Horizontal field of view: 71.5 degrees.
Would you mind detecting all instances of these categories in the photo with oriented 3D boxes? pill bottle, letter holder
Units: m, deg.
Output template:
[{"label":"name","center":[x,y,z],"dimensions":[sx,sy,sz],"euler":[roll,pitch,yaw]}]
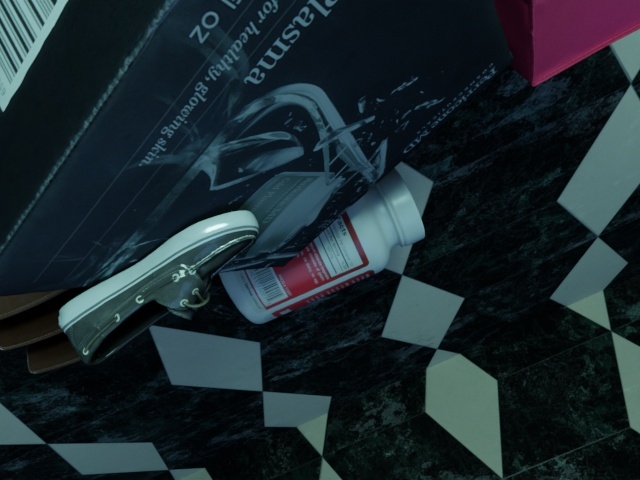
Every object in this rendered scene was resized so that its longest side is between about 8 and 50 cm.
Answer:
[{"label":"pill bottle","center":[0.000,0.000,0.954],"dimensions":[0.408,0.229,0.229],"euler":[-24,141,4]},{"label":"letter holder","center":[-0.489,0.110,0.849],"dimensions":[0.302,0.214,0.152],"euler":[-24,158,4]}]

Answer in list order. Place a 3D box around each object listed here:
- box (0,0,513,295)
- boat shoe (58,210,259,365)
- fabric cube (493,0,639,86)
[{"label":"box","center":[-0.093,-0.202,0.513],"dimensions":[0.480,0.297,0.472],"euler":[-42,163,24]},{"label":"boat shoe","center":[-0.156,0.053,0.461],"dimensions":[0.229,0.076,0.080],"euler":[-29,164,-6]},{"label":"fabric cube","center":[0.321,-0.422,0.590],"dimensions":[0.254,0.258,0.259],"euler":[-28,141,7]}]
